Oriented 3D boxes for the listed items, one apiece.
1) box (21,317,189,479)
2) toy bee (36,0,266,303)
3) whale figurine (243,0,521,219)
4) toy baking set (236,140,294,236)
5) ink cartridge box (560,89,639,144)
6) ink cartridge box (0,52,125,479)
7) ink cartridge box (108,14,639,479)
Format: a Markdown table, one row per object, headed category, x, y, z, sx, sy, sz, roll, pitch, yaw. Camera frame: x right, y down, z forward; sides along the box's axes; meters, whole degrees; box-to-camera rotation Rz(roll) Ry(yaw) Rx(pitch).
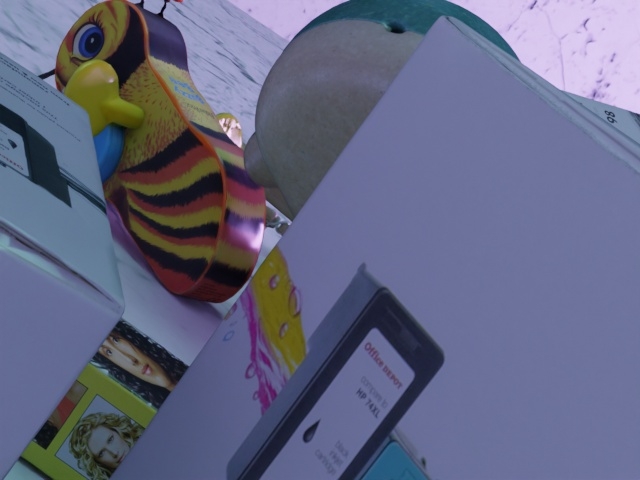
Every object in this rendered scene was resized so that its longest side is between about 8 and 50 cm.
| category | x | y | z | sx | sy | sz | roll | pitch | yaw |
| --- | --- | --- | --- | --- | --- | --- | --- | --- | --- |
| box | -0.142 | 0.044 | 0.756 | 0.232 | 0.058 | 0.087 | 35 | 10 | -1 |
| toy bee | -0.134 | -0.103 | 1.150 | 0.298 | 0.162 | 0.195 | 38 | 12 | 8 |
| whale figurine | 0.057 | -0.041 | 1.082 | 0.216 | 0.141 | 0.272 | 17 | -42 | 21 |
| toy baking set | 0.000 | -0.002 | 1.330 | 0.256 | 0.030 | 0.197 | 39 | -8 | 2 |
| ink cartridge box | 0.167 | -0.020 | 0.930 | 0.180 | 0.060 | 0.104 | 14 | 43 | -22 |
| ink cartridge box | -0.149 | 0.021 | 0.578 | 0.087 | 0.153 | 0.208 | 33 | 12 | -20 |
| ink cartridge box | 0.074 | 0.105 | 0.586 | 0.198 | 0.270 | 0.197 | 27 | 13 | -40 |
